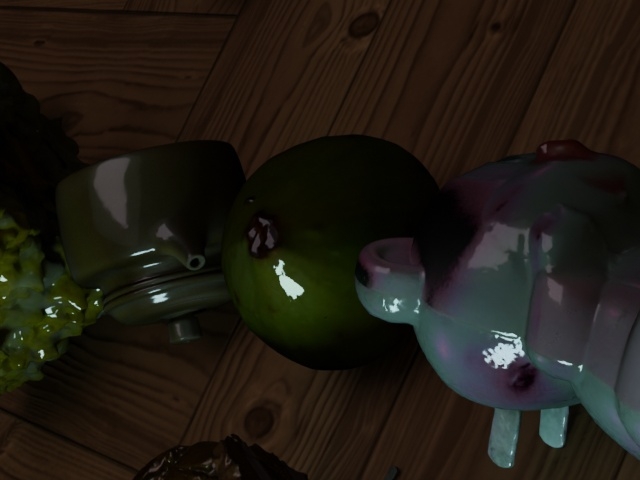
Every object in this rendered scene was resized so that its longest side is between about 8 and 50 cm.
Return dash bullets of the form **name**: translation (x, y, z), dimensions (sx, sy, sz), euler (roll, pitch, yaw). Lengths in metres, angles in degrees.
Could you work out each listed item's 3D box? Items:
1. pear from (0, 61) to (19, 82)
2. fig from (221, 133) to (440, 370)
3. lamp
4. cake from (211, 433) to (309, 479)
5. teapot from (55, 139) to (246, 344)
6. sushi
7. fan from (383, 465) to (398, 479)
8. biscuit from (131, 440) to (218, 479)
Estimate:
- **pear**: translation (-0.478, -0.109, 1.975), dimensions (0.282, 0.286, 0.176), euler (-56, 17, 2)
- **fig**: translation (0.000, 0.000, 1.375), dimensions (0.203, 0.225, 0.203), euler (-7, 76, 27)
- **lamp**: translation (0.195, 0.066, 1.142), dimensions (0.301, 0.247, 0.247), euler (29, 127, 42)
- **cake**: translation (-0.020, 0.277, 1.267), dimensions (0.113, 0.116, 0.295), euler (-39, 44, 17)
- **teapot**: translation (-0.151, 0.015, 1.589), dimensions (0.268, 0.186, 0.175), euler (140, 119, -71)
- **sushi**: translation (-0.387, -0.031, 1.688), dimensions (0.240, 0.396, 0.351), euler (-34, 47, 9)
- **fan**: translation (0.015, 0.258, 1.343), dimensions (0.113, 0.005, 0.175), euler (30, 89, 52)
- **biscuit**: translation (-0.131, 0.279, 1.466), dimensions (0.226, 0.042, 0.226), euler (-30, 43, 33)
